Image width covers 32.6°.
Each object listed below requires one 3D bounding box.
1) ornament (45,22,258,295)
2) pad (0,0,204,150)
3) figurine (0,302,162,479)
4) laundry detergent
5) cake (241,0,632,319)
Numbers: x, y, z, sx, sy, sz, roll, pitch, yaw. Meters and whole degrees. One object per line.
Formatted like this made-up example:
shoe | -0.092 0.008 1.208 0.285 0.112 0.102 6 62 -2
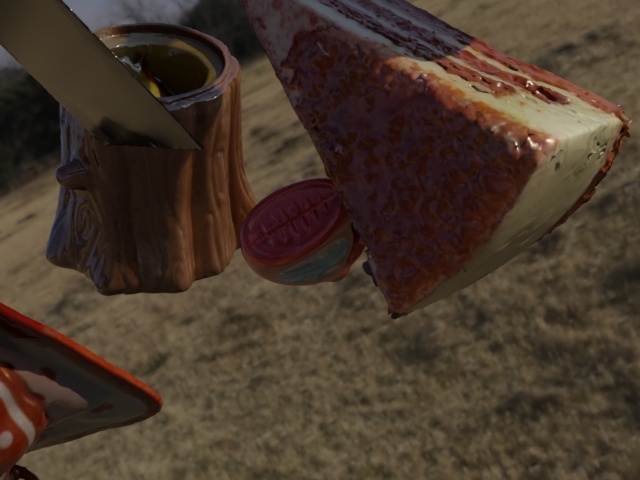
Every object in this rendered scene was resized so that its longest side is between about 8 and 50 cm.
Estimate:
ornament | -0.172 -0.094 1.122 0.235 0.218 0.221 -6 39 -16
pad | -0.249 -0.194 0.780 0.007 0.367 0.247 -50 23 -14
figurine | -0.164 0.157 0.417 0.160 0.183 0.226 -19 58 19
laundry detergent | 0.000 0.000 0.804 0.097 0.049 0.165 -28 -15 6
cake | 0.073 -0.105 0.700 0.159 0.262 0.158 -29 -4 34
